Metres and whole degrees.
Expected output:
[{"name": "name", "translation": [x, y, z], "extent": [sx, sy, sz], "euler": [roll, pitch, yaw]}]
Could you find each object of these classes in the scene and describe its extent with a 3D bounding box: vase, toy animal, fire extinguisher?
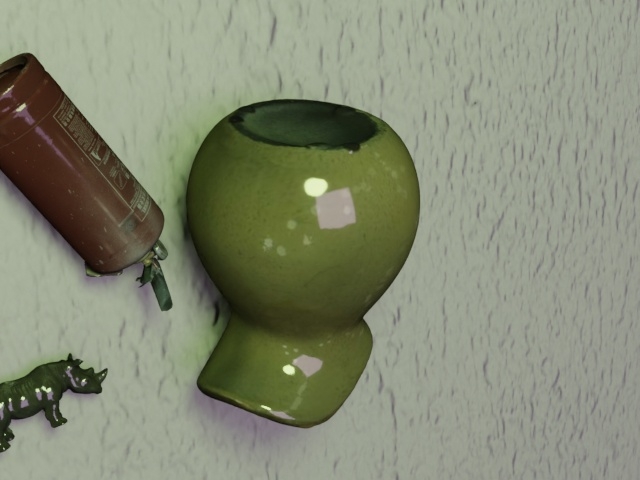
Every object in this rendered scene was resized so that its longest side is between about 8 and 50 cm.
[{"name": "vase", "translation": [0.000, 0.000, 1.046], "extent": [0.329, 0.241, 0.302], "euler": [-36, 136, -54]}, {"name": "toy animal", "translation": [-0.278, 0.157, 0.963], "extent": [0.136, 0.047, 0.065], "euler": [-21, 104, -25]}, {"name": "fire extinguisher", "translation": [-0.229, -0.045, 0.917], "extent": [0.105, 0.105, 0.269], "euler": [-47, 124, -19]}]
